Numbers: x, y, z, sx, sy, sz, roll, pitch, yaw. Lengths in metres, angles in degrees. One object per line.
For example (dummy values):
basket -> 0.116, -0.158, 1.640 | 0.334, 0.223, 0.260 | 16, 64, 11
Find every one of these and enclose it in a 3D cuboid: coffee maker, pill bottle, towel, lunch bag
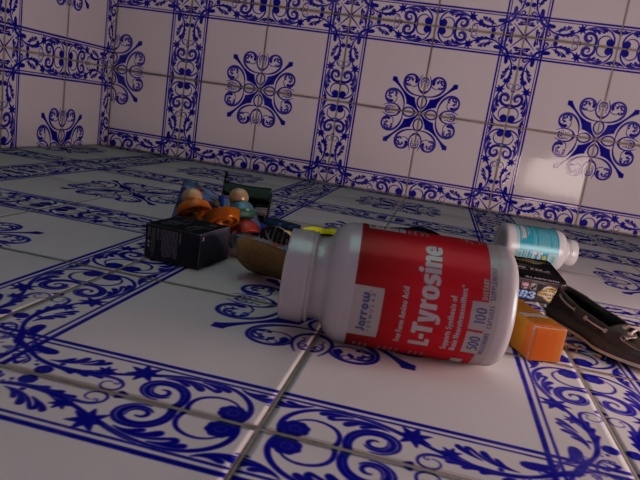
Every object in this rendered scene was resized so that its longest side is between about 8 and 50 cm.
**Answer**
coffee maker -> -0.264, -0.156, 2.160 | 0.178, 0.171, 0.120 | 8, -5, -9
pill bottle -> 0.135, 0.091, 1.126 | 0.408, 0.229, 0.229 | 9, 12, 2
towel -> -0.131, -0.051, 2.098 | 0.119, 0.029, 0.067 | 16, 14, 30
lunch bag -> -0.316, -0.076, 1.923 | 0.293, 0.138, 0.221 | 18, 8, -14
pill bottle -> 0.742, 0.025, 2.079 | 0.264, 0.146, 0.146 | 7, 12, -3

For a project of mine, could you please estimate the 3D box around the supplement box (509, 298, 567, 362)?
supplement box -> 0.426, 0.178, 1.293 | 0.080, 0.078, 0.233 | 6, 13, -13

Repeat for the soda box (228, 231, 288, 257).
soda box -> -0.164, 0.029, 1.610 | 0.183, 0.063, 0.058 | 17, 14, 36

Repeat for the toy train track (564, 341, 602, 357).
toy train track -> 0.550, 0.234, 1.277 | 0.083, 0.014, 0.048 | 18, 7, 16

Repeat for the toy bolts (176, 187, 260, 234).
toy bolts -> -0.276, -0.095, 1.723 | 0.228, 0.158, 0.218 | 4, -24, -39

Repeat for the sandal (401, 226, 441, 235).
sandal -> 0.299, 0.030, 1.683 | 0.167, 0.107, 0.446 | -30, 26, -16

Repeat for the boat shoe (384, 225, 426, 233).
boat shoe -> 0.282, -0.009, 2.018 | 0.258, 0.109, 0.089 | 18, 11, 29

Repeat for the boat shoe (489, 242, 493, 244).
boat shoe -> 0.663, 0.028, 2.243 | 0.056, 0.049, 0.152 | 6, 12, -10

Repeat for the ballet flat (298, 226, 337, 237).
ballet flat -> 0.000, 0.000, 1.861 | 0.077, 0.077, 0.231 | 36, 23, 31

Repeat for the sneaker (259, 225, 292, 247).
sneaker -> -0.077, 0.013, 1.746 | 0.208, 0.081, 0.094 | 19, 7, 15

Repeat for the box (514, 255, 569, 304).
box -> 0.548, 0.099, 1.780 | 0.296, 0.073, 0.293 | 10, 11, 9

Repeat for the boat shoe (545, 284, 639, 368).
boat shoe -> 0.629, 0.188, 1.332 | 0.112, 0.095, 0.335 | 9, 11, -24

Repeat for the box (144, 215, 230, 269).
box -> -0.337, 0.002, 1.537 | 0.158, 0.093, 0.156 | 11, 12, 18

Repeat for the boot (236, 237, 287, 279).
boot -> -0.095, 0.043, 1.375 | 0.269, 0.089, 0.236 | 19, -26, 34
